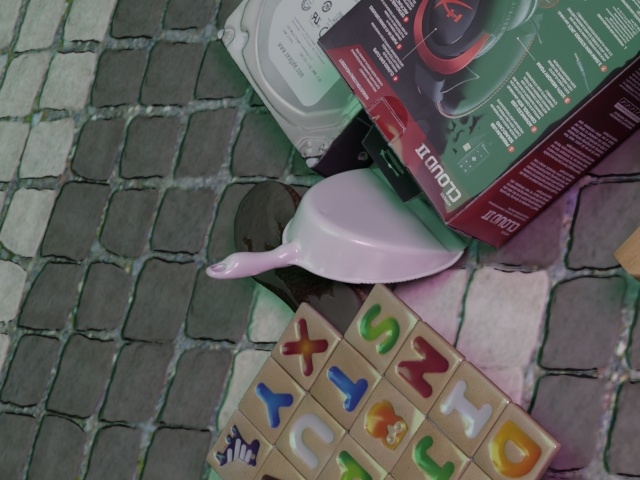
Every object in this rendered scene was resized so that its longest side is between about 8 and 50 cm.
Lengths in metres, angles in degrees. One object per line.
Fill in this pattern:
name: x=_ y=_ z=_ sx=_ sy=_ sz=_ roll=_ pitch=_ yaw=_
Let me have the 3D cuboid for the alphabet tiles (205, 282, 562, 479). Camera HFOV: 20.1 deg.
alphabet tiles: x=0.043 y=0.213 z=1.470 sx=0.342 sy=0.011 sz=0.285 roll=42 pitch=106 yaw=38

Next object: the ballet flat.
ballet flat: x=-0.008 y=0.026 z=1.636 sx=0.084 sy=0.058 sz=0.250 roll=-56 pitch=39 yaw=11

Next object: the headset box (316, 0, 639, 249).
headset box: x=0.154 y=-0.153 z=1.494 sx=0.293 sy=0.110 sz=0.218 roll=-42 pitch=61 yaw=15

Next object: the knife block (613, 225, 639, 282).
knife block: x=0.366 y=-0.077 z=1.320 sx=0.275 sy=0.088 sz=0.242 roll=-6 pitch=64 yaw=40

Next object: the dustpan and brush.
dustpan and brush: x=0.000 y=0.000 z=1.559 sx=0.147 sy=0.211 sz=0.060 roll=49 pitch=133 yaw=44

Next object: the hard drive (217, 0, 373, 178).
hard drive: x=0.068 y=-0.244 z=1.693 sx=0.339 sy=0.064 sz=0.237 roll=-46 pitch=46 yaw=14
